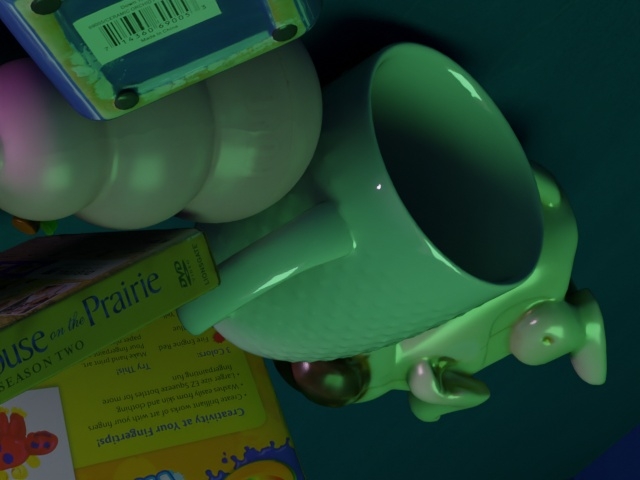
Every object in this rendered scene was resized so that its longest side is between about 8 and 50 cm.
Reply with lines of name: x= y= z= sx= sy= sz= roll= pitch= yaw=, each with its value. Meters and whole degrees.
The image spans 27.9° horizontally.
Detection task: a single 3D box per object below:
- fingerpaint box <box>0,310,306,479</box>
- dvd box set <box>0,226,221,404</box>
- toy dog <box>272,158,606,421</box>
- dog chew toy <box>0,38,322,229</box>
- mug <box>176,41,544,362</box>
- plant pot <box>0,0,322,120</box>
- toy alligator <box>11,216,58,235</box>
fingerpaint box: x=-0.279 y=0.237 z=1.512 sx=0.445 sy=0.371 sz=0.163 roll=-10 pitch=152 yaw=-24
dvd box set: x=-0.334 y=0.096 z=1.100 sx=0.420 sy=0.062 sz=0.307 roll=-29 pitch=-163 yaw=-39
toy dog: x=0.131 y=0.084 z=1.641 sx=0.408 sy=0.284 sz=0.395 roll=-19 pitch=154 yaw=-1
dog chew toy: x=-0.153 y=-0.101 z=1.093 sx=0.332 sy=0.206 sz=0.206 roll=-17 pitch=158 yaw=-46
mug: x=0.000 y=0.000 z=1.336 sx=0.328 sy=0.276 sz=0.374 roll=-30 pitch=179 yaw=36
plant pot: x=-0.135 y=-0.232 z=0.898 sx=0.236 sy=0.212 sz=0.236 roll=-23 pitch=155 yaw=2
toy alligator: x=-0.305 y=-0.059 z=1.290 sx=0.051 sy=0.056 sz=0.190 roll=19 pitch=156 yaw=11
